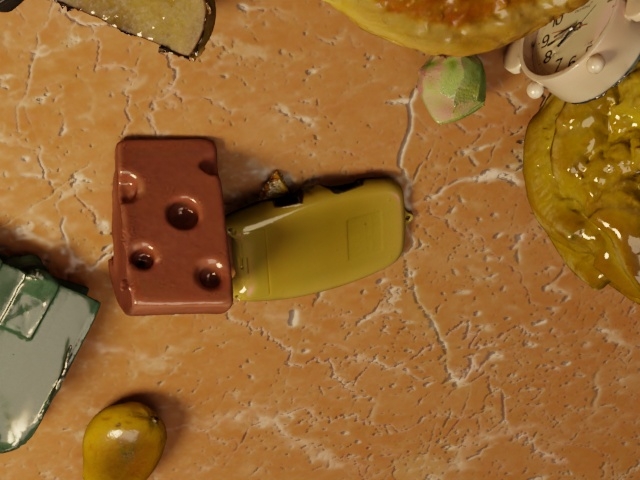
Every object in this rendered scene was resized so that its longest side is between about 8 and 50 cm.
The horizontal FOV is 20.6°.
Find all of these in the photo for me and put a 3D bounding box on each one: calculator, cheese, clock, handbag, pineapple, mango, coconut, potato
[{"bbox_3d":[0.000,0.000,2.072,0.236,0.033,0.157,-15,131,-12],"label":"calculator"},{"bbox_3d":[-0.183,0.011,2.014,0.128,0.203,0.177,-3,158,-15],"label":"cheese"},{"bbox_3d":[0.289,-0.223,1.900,0.063,0.156,0.229,28,149,-28],"label":"clock"},{"bbox_3d":[-0.445,0.096,2.009,0.326,0.089,0.238,24,103,-25],"label":"handbag"},{"bbox_3d":[-0.049,-0.042,2.052,0.045,0.019,0.083,-25,130,4],"label":"pineapple"},{"bbox_3d":[-0.252,0.266,2.208,0.103,0.076,0.161,8,128,-23],"label":"mango"},{"bbox_3d":[0.147,-0.177,1.958,0.083,0.081,0.082,-6,164,-25],"label":"coconut"},{"bbox_3d":[-0.182,-0.260,1.838,0.172,0.089,0.101,21,102,11],"label":"potato"}]

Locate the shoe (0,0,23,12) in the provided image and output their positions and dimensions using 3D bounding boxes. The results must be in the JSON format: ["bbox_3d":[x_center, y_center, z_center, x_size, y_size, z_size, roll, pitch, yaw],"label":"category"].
[{"bbox_3d":[-0.338,-0.258,1.810,0.159,0.062,0.053,-36,170,-2],"label":"shoe"}]

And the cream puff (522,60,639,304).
[{"bbox_3d":[0.401,-0.073,1.980,0.324,0.257,0.291,-29,131,10],"label":"cream puff"}]

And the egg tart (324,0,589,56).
[{"bbox_3d":[0.141,-0.402,1.723,0.443,0.178,0.443,-5,125,-8],"label":"egg tart"}]
